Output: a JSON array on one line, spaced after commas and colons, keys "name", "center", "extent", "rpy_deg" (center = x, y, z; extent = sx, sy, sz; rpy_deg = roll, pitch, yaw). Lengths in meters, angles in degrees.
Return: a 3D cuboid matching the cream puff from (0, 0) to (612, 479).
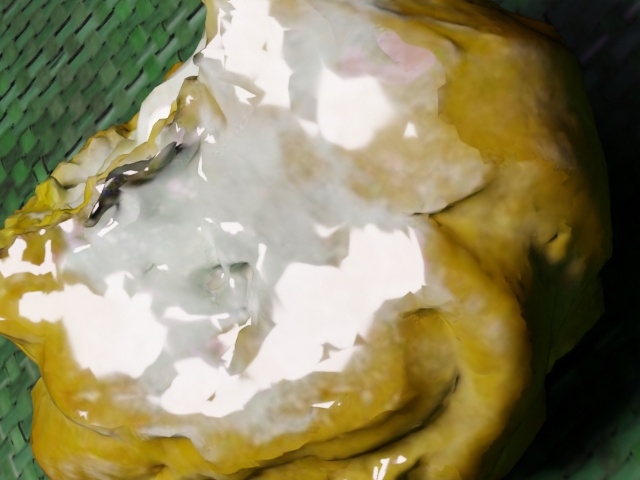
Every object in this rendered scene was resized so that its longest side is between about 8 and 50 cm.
[{"name": "cream puff", "center": [0.008, 0.000, 0.959], "extent": [0.323, 0.270, 0.274], "rpy_deg": [-44, 82, 22]}]
